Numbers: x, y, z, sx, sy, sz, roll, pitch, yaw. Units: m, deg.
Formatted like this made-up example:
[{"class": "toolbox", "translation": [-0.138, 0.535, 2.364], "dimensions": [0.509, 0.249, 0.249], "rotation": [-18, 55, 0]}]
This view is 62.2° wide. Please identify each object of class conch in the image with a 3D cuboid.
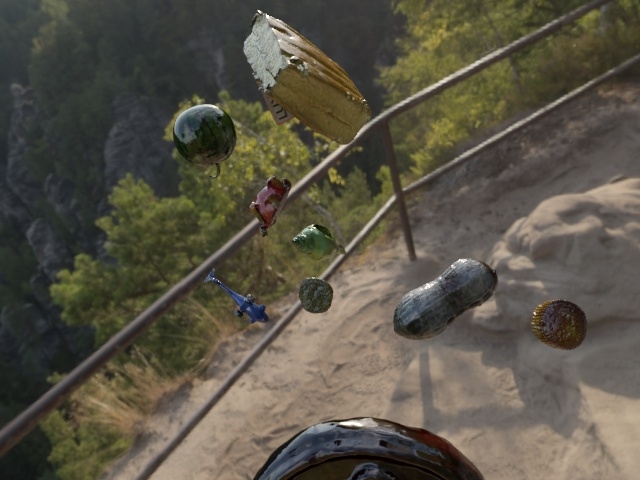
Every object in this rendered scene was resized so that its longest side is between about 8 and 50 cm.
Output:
[{"class": "conch", "translation": [-0.003, 0.003, 1.345], "dimensions": [0.079, 0.095, 0.200], "rotation": [-30, -10, 24]}]

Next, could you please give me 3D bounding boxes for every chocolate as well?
[{"class": "chocolate", "translation": [0.257, 0.122, 1.100], "dimensions": [0.248, 0.110, 0.110], "rotation": [-34, 29, -9]}]

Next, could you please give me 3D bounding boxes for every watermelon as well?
[{"class": "watermelon", "translation": [-0.179, -0.161, 0.836], "dimensions": [0.108, 0.109, 0.109], "rotation": [-14, 26, 7]}]

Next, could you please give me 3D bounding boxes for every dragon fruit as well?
[{"class": "dragon fruit", "translation": [-0.116, -0.085, 1.182], "dimensions": [0.068, 0.126, 0.112], "rotation": [27, 23, 0]}]

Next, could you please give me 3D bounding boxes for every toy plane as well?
[{"class": "toy plane", "translation": [-0.180, 0.128, 1.165], "dimensions": [0.054, 0.167, 0.062], "rotation": [-51, 7, 1]}]

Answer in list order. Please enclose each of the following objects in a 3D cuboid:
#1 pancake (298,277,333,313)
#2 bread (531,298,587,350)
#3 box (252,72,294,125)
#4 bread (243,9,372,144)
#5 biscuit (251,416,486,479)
[{"class": "pancake", "translation": [-0.014, 0.152, 1.463], "dimensions": [0.107, 0.108, 0.017], "rotation": [-8, 9, 18]}, {"class": "bread", "translation": [0.387, 0.133, 0.851], "dimensions": [0.085, 0.085, 0.053], "rotation": [-25, -3, -15]}, {"class": "box", "translation": [-0.096, -0.393, 1.385], "dimensions": [0.111, 0.156, 0.060], "rotation": [-19, 21, 20]}, {"class": "bread", "translation": [-0.033, -0.330, 1.088], "dimensions": [0.111, 0.246, 0.239], "rotation": [-48, 41, 22]}, {"class": "biscuit", "translation": [0.073, 0.463, 0.804], "dimensions": [0.406, 0.408, 0.091], "rotation": [-13, 14, 9]}]
